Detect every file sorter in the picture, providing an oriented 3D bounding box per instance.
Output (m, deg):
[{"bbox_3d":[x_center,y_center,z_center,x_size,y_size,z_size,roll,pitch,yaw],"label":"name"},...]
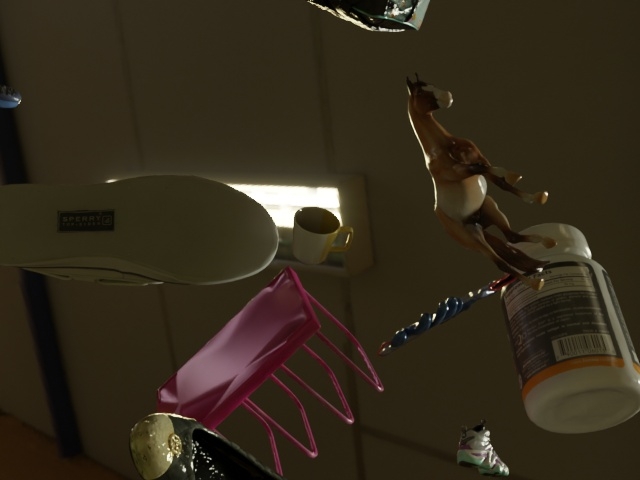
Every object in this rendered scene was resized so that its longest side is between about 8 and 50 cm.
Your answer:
[{"bbox_3d":[-0.076,0.228,1.108,0.290,0.202,0.182,-44,-69,4],"label":"file sorter"}]

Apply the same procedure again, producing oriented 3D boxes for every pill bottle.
[{"bbox_3d":[0.352,0.120,1.078,0.162,0.162,0.279,-50,-150,41],"label":"pill bottle"}]

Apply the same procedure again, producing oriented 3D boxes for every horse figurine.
[{"bbox_3d":[0.175,-0.045,0.818,0.174,0.066,0.263,36,-16,42],"label":"horse figurine"}]

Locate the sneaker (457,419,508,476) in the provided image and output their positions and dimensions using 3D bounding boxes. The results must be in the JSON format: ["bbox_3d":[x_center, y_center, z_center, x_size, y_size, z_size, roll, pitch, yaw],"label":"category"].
[{"bbox_3d":[0.222,0.277,1.007,0.038,0.098,0.069,-18,-129,40],"label":"sneaker"}]

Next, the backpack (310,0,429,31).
[{"bbox_3d":[0.078,-0.377,1.077,0.165,0.188,0.145,26,-80,28],"label":"backpack"}]

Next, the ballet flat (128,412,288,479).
[{"bbox_3d":[-0.061,0.155,0.500,0.049,0.173,0.058,-19,-130,26],"label":"ballet flat"}]

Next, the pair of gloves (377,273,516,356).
[{"bbox_3d":[0.161,0.090,0.950,0.023,0.198,0.159,59,-26,10],"label":"pair of gloves"}]

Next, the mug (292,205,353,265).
[{"bbox_3d":[-0.003,0.001,0.986,0.078,0.062,0.064,22,-53,11],"label":"mug"}]

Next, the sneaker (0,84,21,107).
[{"bbox_3d":[-0.462,-0.173,0.965,0.053,0.144,0.059,-123,-149,-65],"label":"sneaker"}]

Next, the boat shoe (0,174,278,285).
[{"bbox_3d":[-0.172,-0.001,0.676,0.088,0.267,0.096,104,-17,-79],"label":"boat shoe"}]
